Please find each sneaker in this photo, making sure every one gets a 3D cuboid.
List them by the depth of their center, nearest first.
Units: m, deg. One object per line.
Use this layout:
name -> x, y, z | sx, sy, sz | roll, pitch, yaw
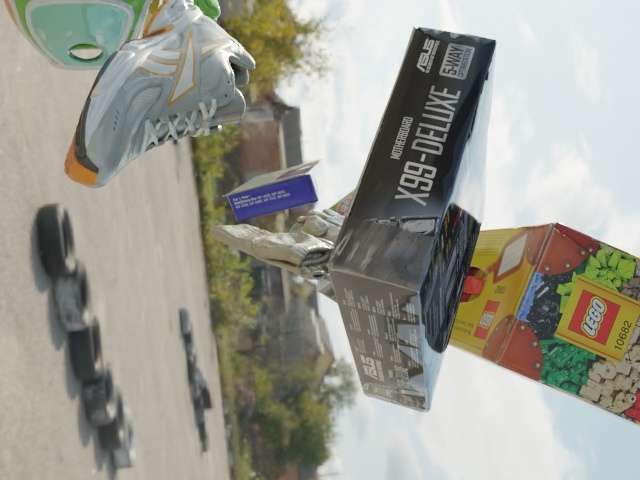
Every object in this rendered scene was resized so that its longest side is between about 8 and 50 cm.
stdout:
sneaker -> -0.133, -0.130, 0.753 | 0.099, 0.121, 0.262 | -50, -168, 46

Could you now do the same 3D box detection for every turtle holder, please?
turtle holder -> -0.352, -0.408, 1.328 | 0.243, 0.320, 0.227 | 35, -47, 43

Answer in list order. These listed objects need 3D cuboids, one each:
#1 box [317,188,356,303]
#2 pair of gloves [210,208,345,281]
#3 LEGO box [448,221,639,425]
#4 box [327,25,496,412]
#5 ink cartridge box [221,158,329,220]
box -> 0.067, 0.019, 1.576 | 0.114, 0.103, 0.203 | -37, -145, 31
pair of gloves -> 0.000, 0.000, 1.092 | 0.204, 0.240, 0.042 | 23, -70, 43
LEGO box -> 0.382, 0.136, 1.236 | 0.500, 0.372, 0.193 | 169, -56, -84
box -> 0.096, -0.002, 0.767 | 0.307, 0.076, 0.242 | 73, 34, -61
ink cartridge box -> -0.079, -0.100, 1.609 | 0.333, 0.165, 0.065 | -56, 132, -78
